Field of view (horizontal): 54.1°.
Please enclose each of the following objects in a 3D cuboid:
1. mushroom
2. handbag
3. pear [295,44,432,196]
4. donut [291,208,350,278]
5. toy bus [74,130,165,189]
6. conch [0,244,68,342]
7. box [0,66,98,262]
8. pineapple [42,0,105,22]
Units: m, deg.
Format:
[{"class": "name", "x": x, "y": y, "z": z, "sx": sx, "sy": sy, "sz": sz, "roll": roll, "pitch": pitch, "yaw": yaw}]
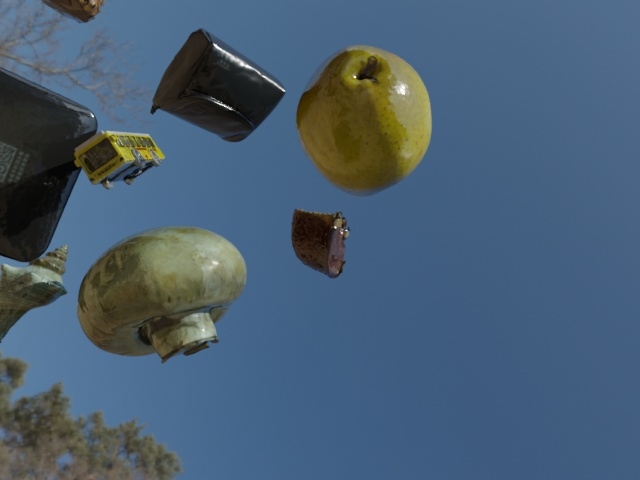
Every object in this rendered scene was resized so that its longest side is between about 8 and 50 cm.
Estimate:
[{"class": "mushroom", "x": -0.314, "y": 0.117, "z": 1.291, "sx": 0.352, "sy": 0.352, "sz": 0.261, "roll": -34, "pitch": -108, "yaw": 31}, {"class": "handbag", "x": -0.281, "y": -0.392, "z": 1.736, "sx": 0.275, "sy": 0.301, "sz": 0.178, "roll": -52, "pitch": -133, "yaw": 14}, {"class": "pear", "x": 0.112, "y": -0.309, "z": 1.646, "sx": 0.362, "sy": 0.418, "sz": 0.363, "roll": -3, "pitch": -121, "yaw": 5}, {"class": "donut", "x": -0.004, "y": 0.002, "z": 1.434, "sx": 0.126, "sy": 0.186, "sz": 0.144, "roll": 17, "pitch": -93, "yaw": 19}, {"class": "toy bus", "x": -0.333, "y": -0.141, "z": 1.075, "sx": 0.081, "sy": 0.226, "sz": 0.074, "roll": -31, "pitch": -84, "yaw": 8}, {"class": "conch", "x": -0.623, "y": 0.090, "z": 1.315, "sx": 0.137, "sy": 0.233, "sz": 0.114, "roll": 41, "pitch": -35, "yaw": 24}, {"class": "box", "x": -0.549, "y": -0.137, "z": 1.032, "sx": 0.073, "sy": 0.288, "sz": 0.290, "roll": 9, "pitch": -103, "yaw": 58}, {"class": "pineapple", "x": -0.504, "y": -0.678, "z": 1.424, "sx": 0.165, "sy": 0.165, "sz": 0.365, "roll": 14, "pitch": -105, "yaw": 39}]
